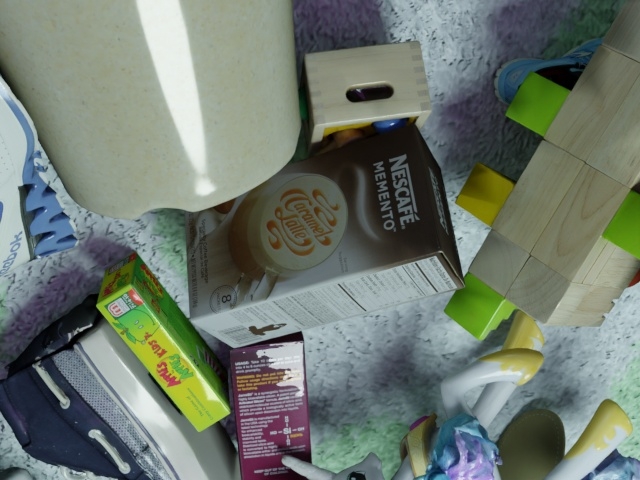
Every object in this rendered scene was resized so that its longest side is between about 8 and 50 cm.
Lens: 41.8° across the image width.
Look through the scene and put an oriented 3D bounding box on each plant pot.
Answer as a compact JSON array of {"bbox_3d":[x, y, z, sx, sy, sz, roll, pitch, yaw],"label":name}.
[{"bbox_3d":[-0.150,-0.198,0.689,0.333,0.334,0.306,-13,122,-3],"label":"plant pot"}]

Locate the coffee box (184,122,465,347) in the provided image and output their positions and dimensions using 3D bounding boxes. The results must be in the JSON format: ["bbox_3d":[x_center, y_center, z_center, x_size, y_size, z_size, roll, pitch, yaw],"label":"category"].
[{"bbox_3d":[0.000,0.000,0.811,0.246,0.141,0.098,-17,151,16],"label":"coffee box"}]

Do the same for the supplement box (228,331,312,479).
[{"bbox_3d":[-0.057,0.176,0.935,0.080,0.104,0.188,-6,111,-7],"label":"supplement box"}]

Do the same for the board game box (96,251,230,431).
[{"bbox_3d":[-0.165,0.108,0.900,0.043,0.092,0.181,-32,112,4],"label":"board game box"}]

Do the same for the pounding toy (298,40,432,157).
[{"bbox_3d":[0.026,-0.117,0.825,0.141,0.130,0.100,-8,80,-5],"label":"pounding toy"}]

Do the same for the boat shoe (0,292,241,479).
[{"bbox_3d":[-0.213,0.228,0.934,0.158,0.127,0.341,-29,104,10],"label":"boat shoe"}]

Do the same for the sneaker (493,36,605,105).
[{"bbox_3d":[0.268,-0.166,0.872,0.162,0.073,0.063,-15,111,-2],"label":"sneaker"}]

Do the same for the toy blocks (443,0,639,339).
[{"bbox_3d":[0.314,-0.058,0.846,0.260,0.190,0.382,7,116,-52],"label":"toy blocks"}]

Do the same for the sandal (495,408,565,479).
[{"bbox_3d":[0.265,0.325,1.063,0.079,0.088,0.240,11,94,-50],"label":"sandal"}]

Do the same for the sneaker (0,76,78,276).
[{"bbox_3d":[-0.318,-0.036,0.665,0.182,0.127,0.316,-44,154,-23],"label":"sneaker"}]

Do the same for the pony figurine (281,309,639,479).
[{"bbox_3d":[0.174,0.300,0.907,0.363,0.303,0.351,-32,88,-13],"label":"pony figurine"}]

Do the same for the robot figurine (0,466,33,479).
[{"bbox_3d":[-0.369,0.414,0.927,0.299,0.199,0.354,9,114,29],"label":"robot figurine"}]
